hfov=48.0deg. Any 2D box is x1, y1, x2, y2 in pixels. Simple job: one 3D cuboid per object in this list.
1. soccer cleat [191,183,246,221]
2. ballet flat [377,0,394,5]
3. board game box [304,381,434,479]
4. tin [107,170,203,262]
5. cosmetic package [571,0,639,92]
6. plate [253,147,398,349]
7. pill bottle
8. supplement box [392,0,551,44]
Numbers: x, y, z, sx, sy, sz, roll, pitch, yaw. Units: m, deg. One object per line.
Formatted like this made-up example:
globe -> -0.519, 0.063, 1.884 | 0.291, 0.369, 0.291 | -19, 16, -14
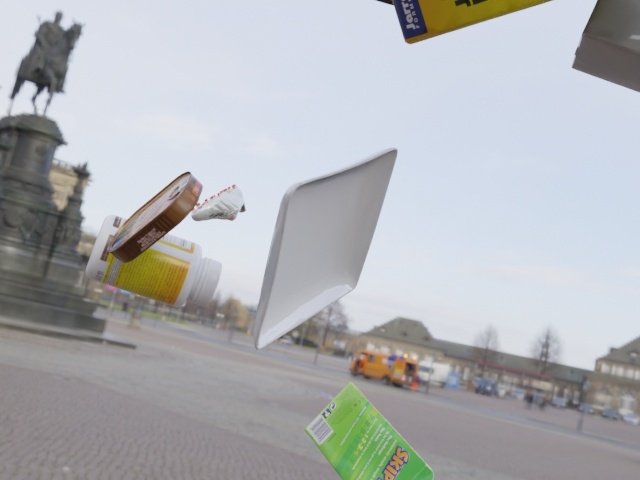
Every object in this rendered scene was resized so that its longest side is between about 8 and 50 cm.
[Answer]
soccer cleat -> -0.232, -0.075, 1.687 | 0.068, 0.076, 0.196 | -23, 9, 29
ballet flat -> 0.186, -0.666, 1.930 | 0.249, 0.058, 0.084 | 8, 24, -10
board game box -> 0.083, 0.366, 1.236 | 0.039, 0.124, 0.259 | 48, -5, -38
tin -> -0.256, -0.035, 1.117 | 0.189, 0.106, 0.040 | -34, -60, 24
cosmetic package -> 0.496, -0.272, 1.031 | 0.237, 0.107, 0.127 | 28, -3, 13
plate -> 0.000, 0.000, 1.093 | 0.045, 0.278, 0.277 | 31, 33, 25
pill bottle -> -0.284, 0.043, 1.241 | 0.214, 0.117, 0.117 | 21, -10, -15
supplement box -> 0.273, -0.418, 0.968 | 0.194, 0.195, 0.356 | -31, 18, -36
